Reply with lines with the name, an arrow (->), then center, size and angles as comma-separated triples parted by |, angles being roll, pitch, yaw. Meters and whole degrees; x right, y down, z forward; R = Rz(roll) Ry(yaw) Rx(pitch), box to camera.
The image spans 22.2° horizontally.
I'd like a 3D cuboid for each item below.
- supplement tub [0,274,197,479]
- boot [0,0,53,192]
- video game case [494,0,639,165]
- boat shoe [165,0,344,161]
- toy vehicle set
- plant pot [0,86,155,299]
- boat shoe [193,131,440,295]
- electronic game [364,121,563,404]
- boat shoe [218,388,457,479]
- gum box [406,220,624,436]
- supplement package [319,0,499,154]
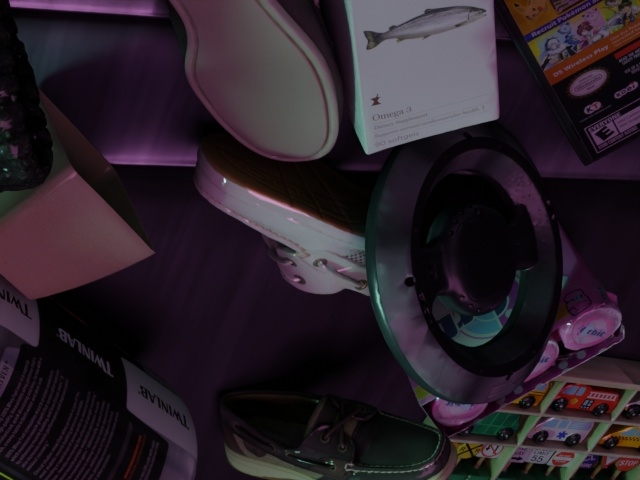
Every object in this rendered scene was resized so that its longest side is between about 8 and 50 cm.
supplement tub -> -0.255, 0.126, 1.241 | 0.193, 0.194, 0.316 | -34, 135, 13
boot -> -0.294, -0.007, 1.038 | 0.260, 0.131, 0.348 | -11, 93, -9
video game case -> 0.276, -0.204, 1.240 | 0.275, 0.035, 0.248 | -30, 136, 9
boat shoe -> -0.058, -0.181, 1.093 | 0.112, 0.095, 0.335 | -2, 146, 24
toy vehicle set -> 0.230, 0.181, 1.592 | 0.266, 0.035, 0.166 | 8, 129, -27
plant pot -> -0.200, -0.024, 1.170 | 0.096, 0.109, 0.109 | -35, 135, 5
boat shoe -> 0.000, 0.000, 1.285 | 0.277, 0.098, 0.096 | 23, 120, -37
electronic game -> 0.117, 0.014, 1.280 | 0.048, 0.229, 0.229 | -6, 153, 45
boat shoe -> 0.007, 0.171, 1.411 | 0.223, 0.080, 0.073 | 3, 136, 29
gum box -> 0.162, 0.074, 1.411 | 0.188, 0.107, 0.062 | -31, 135, 9
supplement package -> 0.058, -0.168, 1.139 | 0.105, 0.105, 0.179 | -15, 135, -5
